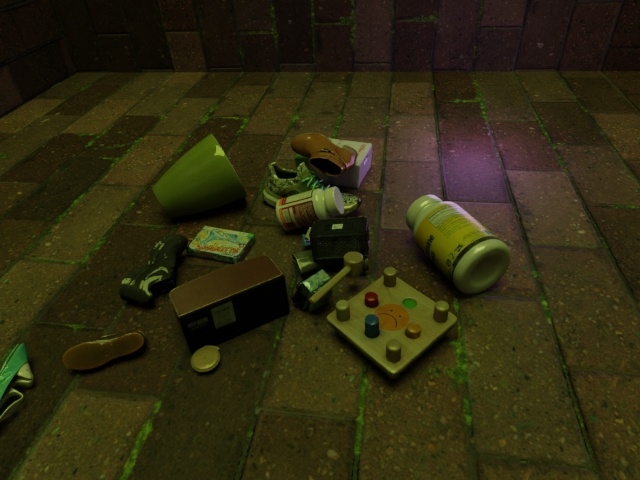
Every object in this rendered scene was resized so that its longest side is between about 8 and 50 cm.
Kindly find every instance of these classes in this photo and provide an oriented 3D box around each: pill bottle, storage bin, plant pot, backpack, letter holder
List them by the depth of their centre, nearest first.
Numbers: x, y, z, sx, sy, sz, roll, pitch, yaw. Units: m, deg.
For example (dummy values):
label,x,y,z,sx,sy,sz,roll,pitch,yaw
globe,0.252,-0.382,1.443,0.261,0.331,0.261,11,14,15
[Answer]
label,x,y,z,sx,sy,sz,roll,pitch,yaw
letter holder,-0.274,0.151,1.325,0.302,0.152,0.214,-21,40,-20
backpack,-0.014,0.149,1.346,0.084,0.105,0.114,44,54,16
pill bottle,0.412,-0.003,1.430,0.188,0.188,0.334,-16,39,-15
storage bin,0.062,-0.009,1.447,0.180,0.084,0.122,-3,28,10
pill bottle,-0.036,-0.115,1.614,0.221,0.121,0.121,-13,35,20
plant pot,-0.478,-0.217,1.749,0.293,0.275,0.275,-31,43,-8

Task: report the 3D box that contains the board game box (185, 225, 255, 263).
label,x,y,z,sx,sy,sz,roll,pitch,yaw
board game box,-0.347,0.015,1.592,0.201,0.035,0.136,9,40,16

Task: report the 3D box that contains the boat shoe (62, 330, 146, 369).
label,x,y,z,sx,sy,sz,roll,pitch,yaw
boat shoe,-0.580,0.296,1.240,0.207,0.073,0.073,-11,1,-14

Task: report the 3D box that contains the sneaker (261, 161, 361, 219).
label,x,y,z,sx,sy,sz,roll,pitch,yaw
sneaker,-0.045,-0.198,1.717,0.410,0.182,0.158,13,41,19

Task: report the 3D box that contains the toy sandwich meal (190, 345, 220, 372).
label,x,y,z,sx,sy,sz,roll,pitch,yaw
toy sandwich meal,-0.304,0.317,1.215,0.086,0.029,0.085,-2,43,1

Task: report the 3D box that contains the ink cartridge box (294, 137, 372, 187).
label,x,y,z,sx,sy,sz,roll,pitch,yaw
ink cartridge box,0.060,-0.335,1.934,0.278,0.117,0.201,11,41,18

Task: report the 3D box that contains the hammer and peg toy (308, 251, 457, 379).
label,x,y,z,sx,sy,sz,roll,pitch,yaw
hammer and peg toy,0.149,0.194,1.253,0.266,0.127,0.361,-32,46,-28

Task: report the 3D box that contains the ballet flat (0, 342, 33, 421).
label,x,y,z,sx,sy,sz,roll,pitch,yaw
ballet flat,-0.785,0.375,1.155,0.087,0.083,0.247,18,37,-12

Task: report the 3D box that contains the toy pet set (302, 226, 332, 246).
label,x,y,z,sx,sy,sz,roll,pitch,yaw
toy pet set,0.000,0.000,1.583,0.122,0.065,0.114,36,18,35

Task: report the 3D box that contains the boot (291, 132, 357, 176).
label,x,y,z,sx,sy,sz,roll,pitch,yaw
boot,-0.011,-0.316,1.726,0.283,0.109,0.220,21,31,9

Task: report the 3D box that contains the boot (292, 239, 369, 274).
label,x,y,z,sx,sy,sz,roll,pitch,yaw
boot,0.030,0.065,1.467,0.208,0.076,0.189,-11,24,-20

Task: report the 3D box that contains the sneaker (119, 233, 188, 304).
label,x,y,z,sx,sy,sz,roll,pitch,yaw
sneaker,-0.503,0.098,1.463,0.130,0.109,0.286,18,52,16
